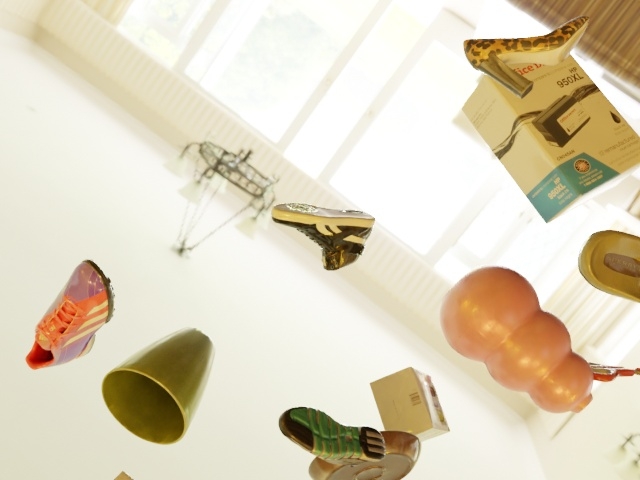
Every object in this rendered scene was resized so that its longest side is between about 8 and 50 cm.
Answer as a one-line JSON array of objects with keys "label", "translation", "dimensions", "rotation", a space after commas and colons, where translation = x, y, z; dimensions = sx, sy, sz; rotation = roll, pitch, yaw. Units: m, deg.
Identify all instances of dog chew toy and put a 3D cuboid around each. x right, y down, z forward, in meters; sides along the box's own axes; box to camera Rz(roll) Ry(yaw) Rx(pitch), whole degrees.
[{"label": "dog chew toy", "translation": [0.395, 0.204, 1.296], "dimensions": [0.332, 0.206, 0.207], "rotation": [47, -167, 21]}]

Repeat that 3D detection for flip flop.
[{"label": "flip flop", "translation": [0.486, 0.048, 0.869], "dimensions": [0.277, 0.112, 0.080], "rotation": [16, 173, -4]}]

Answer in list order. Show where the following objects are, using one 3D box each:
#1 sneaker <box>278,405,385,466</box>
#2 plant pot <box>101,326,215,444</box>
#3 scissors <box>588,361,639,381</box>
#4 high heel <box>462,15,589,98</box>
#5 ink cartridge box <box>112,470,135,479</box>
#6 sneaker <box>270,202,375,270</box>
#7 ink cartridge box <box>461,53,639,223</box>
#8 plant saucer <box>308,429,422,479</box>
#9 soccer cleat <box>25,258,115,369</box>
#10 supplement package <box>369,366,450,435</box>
[{"label": "sneaker", "translation": [0.005, 0.361, 1.147], "dimensions": [0.224, 0.098, 0.083], "rotation": [26, -139, -27]}, {"label": "plant pot", "translation": [-0.436, 0.394, 1.916], "dimensions": [0.275, 0.274, 0.293], "rotation": [37, -143, 1]}, {"label": "scissors", "translation": [0.641, 0.269, 1.361], "dimensions": [0.297, 0.021, 0.109], "rotation": [2, -178, -24]}, {"label": "high heel", "translation": [0.450, -0.448, 1.429], "dimensions": [0.186, 0.261, 0.093], "rotation": [43, 168, 19]}, {"label": "ink cartridge box", "translation": [-0.342, 0.623, 1.223], "dimensions": [0.270, 0.198, 0.197], "rotation": [29, -133, 21]}, {"label": "sneaker", "translation": [0.000, 0.000, 1.239], "dimensions": [0.217, 0.121, 0.079], "rotation": [5, -160, -27]}, {"label": "ink cartridge box", "translation": [0.606, -0.286, 1.696], "dimensions": [0.394, 0.286, 0.166], "rotation": [57, 157, 15]}, {"label": "plant saucer", "translation": [0.124, 0.597, 1.717], "dimensions": [0.311, 0.311, 0.050], "rotation": [28, -148, -39]}, {"label": "soccer cleat", "translation": [-0.489, 0.155, 1.265], "dimensions": [0.108, 0.318, 0.116], "rotation": [50, -136, 12]}, {"label": "supplement package", "translation": [0.277, 0.514, 2.006], "dimensions": [0.203, 0.149, 0.194], "rotation": [35, -147, -59]}]
